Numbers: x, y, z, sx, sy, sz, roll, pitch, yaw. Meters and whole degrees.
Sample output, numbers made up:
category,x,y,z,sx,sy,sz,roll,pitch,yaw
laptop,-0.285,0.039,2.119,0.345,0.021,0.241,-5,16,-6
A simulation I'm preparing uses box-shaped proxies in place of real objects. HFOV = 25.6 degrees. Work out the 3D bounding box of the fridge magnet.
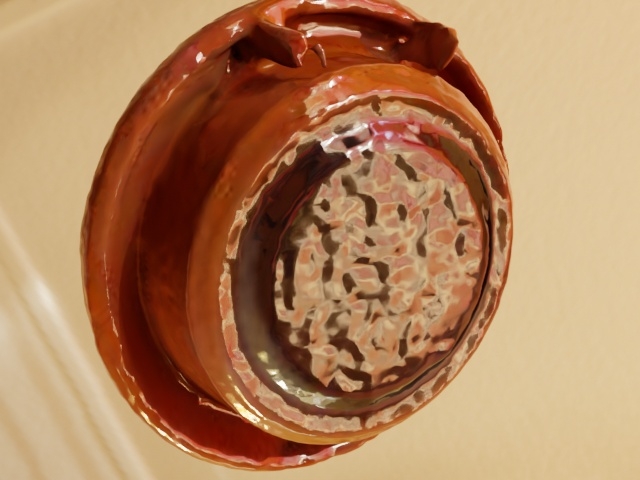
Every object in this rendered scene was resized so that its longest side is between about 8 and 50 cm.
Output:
category,x,y,z,sx,sy,sz,roll,pitch,yaw
fridge magnet,0.000,0.000,1.021,0.155,0.363,0.363,25,-49,53
